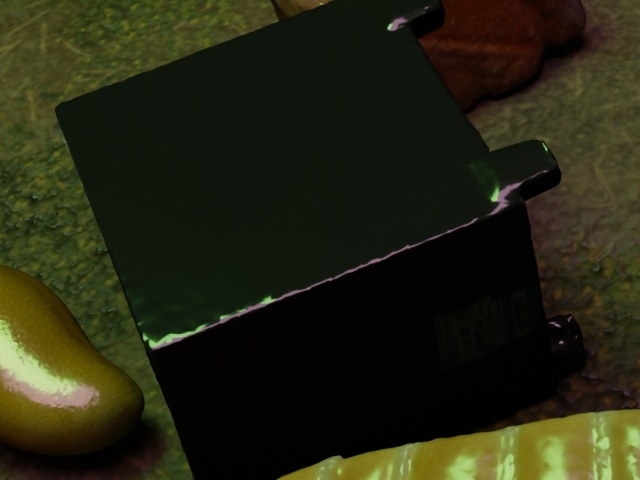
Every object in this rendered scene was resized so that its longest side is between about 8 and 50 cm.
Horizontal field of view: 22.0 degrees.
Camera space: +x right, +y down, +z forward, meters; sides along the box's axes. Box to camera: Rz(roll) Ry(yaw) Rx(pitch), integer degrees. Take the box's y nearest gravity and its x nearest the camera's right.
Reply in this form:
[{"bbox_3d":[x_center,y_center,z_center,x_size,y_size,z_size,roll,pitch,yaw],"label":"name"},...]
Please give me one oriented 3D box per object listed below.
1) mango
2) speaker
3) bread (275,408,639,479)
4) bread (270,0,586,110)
[{"bbox_3d":[-0.192,0.082,1.065,0.184,0.085,0.102,35,62,27],"label":"mango"},{"bbox_3d":[0.000,0.000,1.006,0.254,0.184,0.232,-22,46,-6],"label":"speaker"},{"bbox_3d":[0.069,0.225,0.804,0.239,0.111,0.246,-14,49,27],"label":"bread"},{"bbox_3d":[0.051,-0.201,1.213,0.190,0.123,0.244,-34,46,-11],"label":"bread"}]
